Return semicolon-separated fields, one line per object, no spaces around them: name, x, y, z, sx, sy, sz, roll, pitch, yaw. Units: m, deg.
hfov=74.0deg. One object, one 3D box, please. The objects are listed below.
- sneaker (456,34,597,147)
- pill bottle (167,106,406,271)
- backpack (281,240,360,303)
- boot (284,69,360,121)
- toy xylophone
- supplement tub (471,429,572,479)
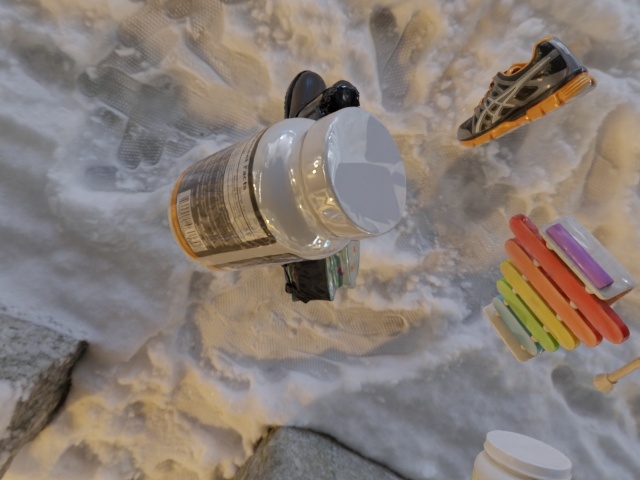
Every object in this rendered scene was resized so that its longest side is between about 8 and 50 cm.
sneaker;0.258;-0.191;0.574;0.084;0.215;0.083;-30;93;-22
pill bottle;-0.050;-0.051;0.512;0.279;0.162;0.162;-10;105;42
backpack;0.000;0.000;0.782;0.145;0.188;0.165;-8;129;5
boot;0.005;-0.257;0.821;0.094;0.207;0.246;24;70;-29
toy xylophone;0.361;0.103;0.629;0.081;0.236;0.322;-25;142;-9
supplement tub;0.497;0.686;1.077;0.236;0.235;0.324;11;89;-4
